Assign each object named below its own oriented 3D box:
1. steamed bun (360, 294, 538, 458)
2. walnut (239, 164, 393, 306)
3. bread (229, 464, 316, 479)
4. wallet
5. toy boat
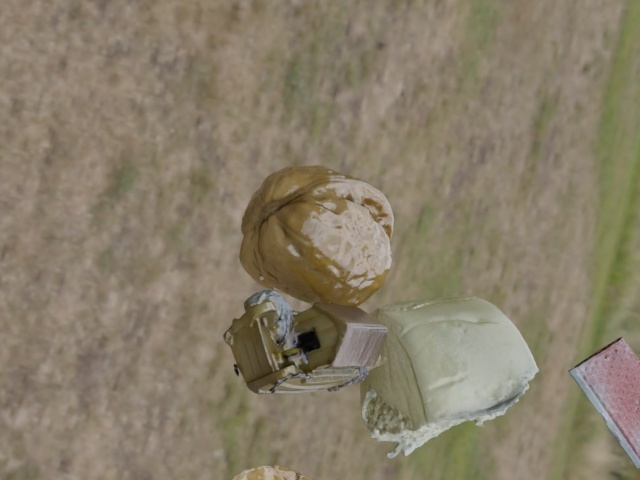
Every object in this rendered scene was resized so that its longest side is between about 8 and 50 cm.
[{"bbox_3d":[0.228,0.223,2.145,0.290,0.272,0.274,-14,90,-34],"label":"steamed bun"},{"bbox_3d":[0.000,0.000,1.978,0.257,0.257,0.224,90,-21,-44],"label":"walnut"},{"bbox_3d":[-0.032,0.441,1.705,0.156,0.288,0.204,113,-4,-63],"label":"bread"},{"bbox_3d":[0.493,0.258,1.997,0.103,0.196,0.020,-36,-175,8],"label":"wallet"},{"bbox_3d":[0.003,0.143,1.782,0.136,0.162,0.445,70,15,13],"label":"toy boat"}]
